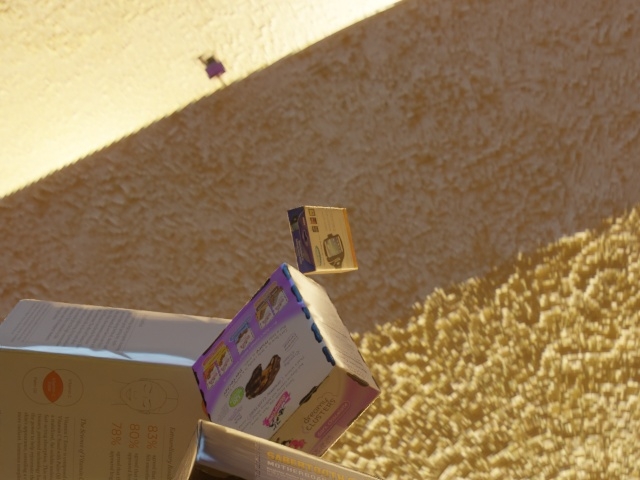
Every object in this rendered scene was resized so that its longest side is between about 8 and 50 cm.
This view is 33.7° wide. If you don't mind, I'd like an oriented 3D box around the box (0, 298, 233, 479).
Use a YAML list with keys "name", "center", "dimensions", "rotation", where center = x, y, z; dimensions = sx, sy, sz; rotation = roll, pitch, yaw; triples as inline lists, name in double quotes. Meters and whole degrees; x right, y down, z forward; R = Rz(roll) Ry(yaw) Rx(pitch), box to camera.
- name: "box"
  center: [-0.237, 0.216, 1.349]
  dimensions: [0.346, 0.168, 0.214]
  rotation: [6, -72, -1]

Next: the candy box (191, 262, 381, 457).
- name: "candy box"
  center: [-0.042, 0.146, 1.113]
  dimensions: [0.165, 0.070, 0.196]
  rotation: [-48, -146, 13]

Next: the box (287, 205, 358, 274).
- name: "box"
  center: [0.000, 0.000, 1.305]
  dimensions: [0.028, 0.136, 0.081]
  rotation: [-14, -97, 28]

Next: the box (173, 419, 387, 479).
- name: "box"
  center: [-0.034, 0.248, 0.672]
  dimensions: [0.183, 0.056, 0.231]
  rotation: [20, -74, -10]
